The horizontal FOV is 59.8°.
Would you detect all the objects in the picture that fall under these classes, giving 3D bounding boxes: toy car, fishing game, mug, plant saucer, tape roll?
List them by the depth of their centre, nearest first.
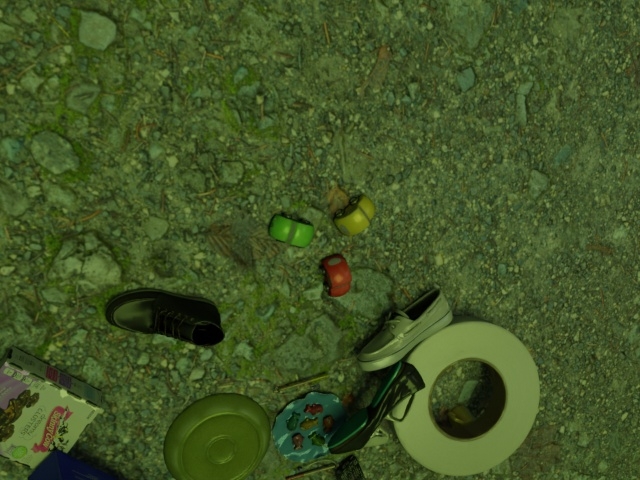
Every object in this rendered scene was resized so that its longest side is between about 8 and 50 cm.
[{"bbox_3d":[0.000,0.000,1.181,0.224,0.053,0.239,15,98,-25],"label":"toy car"},{"bbox_3d":[-0.220,0.454,1.223,0.240,0.037,0.241,-6,106,-20],"label":"plant saucer"},{"bbox_3d":[-0.018,0.443,1.300,0.189,0.041,0.264,-8,107,-18],"label":"fishing game"},{"bbox_3d":[0.347,0.378,1.366,0.391,0.072,0.392,-1,96,-12],"label":"tape roll"},{"bbox_3d":[0.372,0.475,1.450,0.078,0.064,0.062,-7,107,-20],"label":"mug"}]

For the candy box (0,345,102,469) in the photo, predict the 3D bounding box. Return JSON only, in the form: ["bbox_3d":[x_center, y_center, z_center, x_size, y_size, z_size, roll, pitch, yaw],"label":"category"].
[{"bbox_3d":[-0.541,0.320,1.040,0.196,0.070,0.165,38,88,-26],"label":"candy box"}]

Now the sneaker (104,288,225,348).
[{"bbox_3d":[-0.295,0.150,1.067,0.221,0.118,0.083,4,102,-23],"label":"sneaker"}]

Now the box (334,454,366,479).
[{"bbox_3d":[0.075,0.584,1.372,0.067,0.018,0.083,-37,117,-34],"label":"box"}]

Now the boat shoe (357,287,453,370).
[{"bbox_3d":[0.190,0.202,1.290,0.267,0.096,0.088,-28,108,-14],"label":"boat shoe"}]

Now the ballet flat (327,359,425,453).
[{"bbox_3d":[0.134,0.401,1.260,0.096,0.095,0.280,39,100,-1],"label":"ballet flat"}]

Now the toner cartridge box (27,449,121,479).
[{"bbox_3d":[-0.390,0.546,1.070,0.075,0.165,0.348,-44,127,-6],"label":"toner cartridge box"}]
